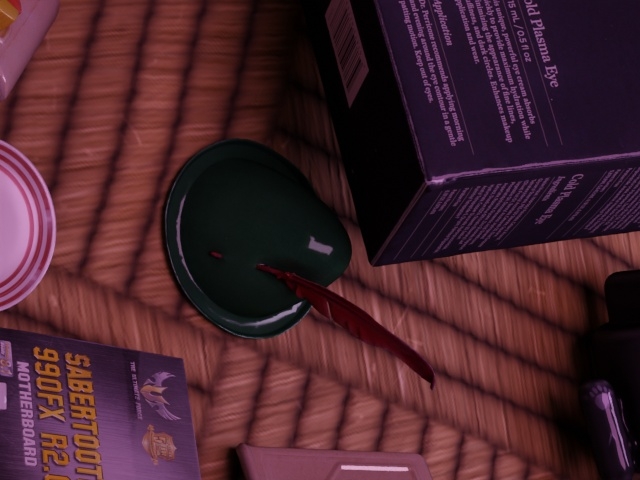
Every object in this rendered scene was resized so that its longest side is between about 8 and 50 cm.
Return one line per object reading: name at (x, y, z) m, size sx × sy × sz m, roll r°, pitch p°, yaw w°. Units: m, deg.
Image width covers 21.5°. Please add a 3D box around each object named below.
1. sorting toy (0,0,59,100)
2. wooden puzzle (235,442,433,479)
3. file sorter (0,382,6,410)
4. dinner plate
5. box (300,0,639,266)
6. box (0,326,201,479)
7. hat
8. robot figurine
sorting toy at (-0.266, -0.226, 1.264) m, size 0.208 × 0.038 × 0.193 m, roll 58°, pitch 17°, yaw -21°
wooden puzzle at (0.040, 0.282, 1.469) m, size 0.239 × 0.044 × 0.221 m, roll 12°, pitch 46°, yaw -41°
file sorter at (-0.372, 0.029, 1.109) m, size 0.278 × 0.193 × 0.173 m, roll 10°, pitch 75°, yaw -39°
dinner plate at (-0.270, -0.013, 1.311) m, size 0.141 × 0.017 × 0.141 m, roll 7°, pitch 79°, yaw -39°
box at (0.169, -0.179, 1.469) m, size 0.313 × 0.179 × 0.343 m, roll -7°, pitch 68°, yaw -17°
box at (-0.179, 0.180, 1.251) m, size 0.183 × 0.056 × 0.231 m, roll 12°, pitch 47°, yaw -28°
hat at (0.000, 0.000, 1.426) m, size 0.208 × 0.184 × 0.173 m, roll 40°, pitch 62°, yaw -30°
robot figurine at (0.373, 0.160, 1.733) m, size 0.173 × 0.209 × 0.278 m, roll -27°, pitch 105°, yaw -82°
